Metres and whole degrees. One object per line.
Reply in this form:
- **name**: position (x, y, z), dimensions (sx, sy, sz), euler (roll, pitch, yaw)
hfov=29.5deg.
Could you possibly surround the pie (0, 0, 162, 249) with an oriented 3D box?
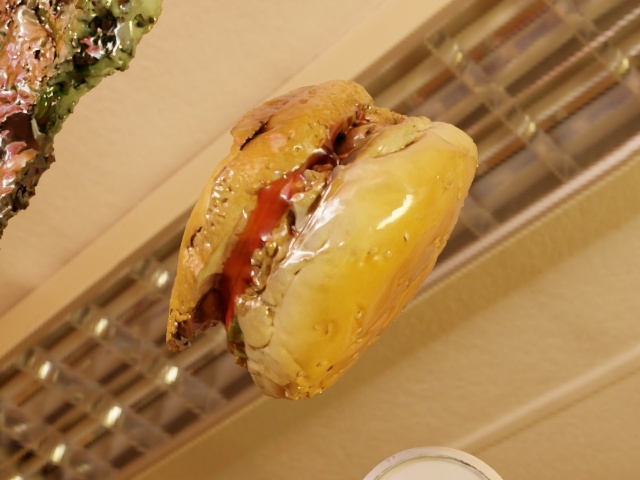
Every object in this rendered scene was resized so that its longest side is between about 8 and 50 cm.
- **pie**: position (-0.284, -0.172, 1.152), dimensions (0.078, 0.296, 0.371), euler (28, -84, -42)

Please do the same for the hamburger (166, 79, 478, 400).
- **hamburger**: position (0.000, 0.000, 0.900), dimensions (0.163, 0.244, 0.244), euler (27, -49, 10)

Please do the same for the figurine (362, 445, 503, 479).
- **figurine**: position (0.086, 0.231, 0.919), dimensions (0.132, 0.132, 0.153), euler (2, -17, 6)
